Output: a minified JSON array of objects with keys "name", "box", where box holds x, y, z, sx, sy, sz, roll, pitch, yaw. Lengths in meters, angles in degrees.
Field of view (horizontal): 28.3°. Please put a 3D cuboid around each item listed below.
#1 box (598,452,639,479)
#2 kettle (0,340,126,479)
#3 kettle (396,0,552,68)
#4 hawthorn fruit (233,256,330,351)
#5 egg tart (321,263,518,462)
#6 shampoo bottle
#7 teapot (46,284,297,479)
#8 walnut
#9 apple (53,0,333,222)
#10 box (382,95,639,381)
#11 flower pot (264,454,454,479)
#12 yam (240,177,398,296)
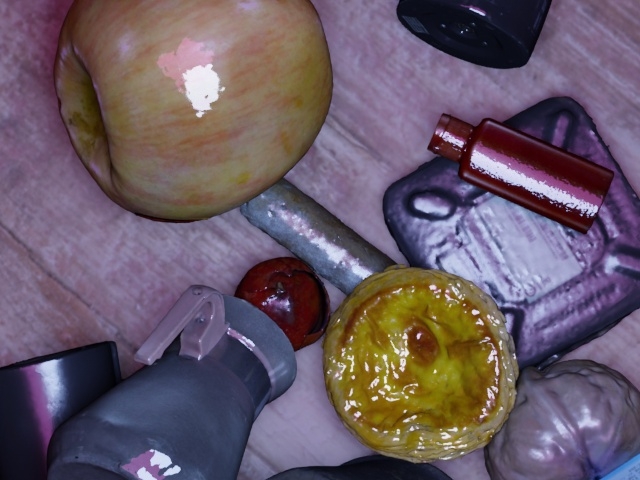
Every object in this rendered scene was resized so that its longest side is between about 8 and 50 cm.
[{"name":"box","box":[0.391,0.390,1.650,0.232,0.142,0.083,-35,126,8]},{"name":"kettle","box":[-0.351,0.312,1.854,0.203,0.262,0.308,-14,90,40]},{"name":"kettle","box":[0.233,-0.432,1.874,0.268,0.207,0.290,17,81,29]},{"name":"hawthorn fruit","box":[-0.058,0.089,1.850,0.148,0.172,0.148,0,61,0]},{"name":"egg tart","box":[0.146,0.175,1.810,0.295,0.116,0.295,-1,88,21]},{"name":"shampoo bottle","box":[0.283,-0.105,1.822,0.260,0.064,0.102,24,87,4]},{"name":"teapot","box":[-0.195,0.233,1.710,0.253,0.344,0.300,14,131,19]},{"name":"walnut","box":[0.352,0.285,1.805,0.248,0.248,0.248,0,87,1]},{"name":"apple","box":[-0.172,-0.223,1.765,0.346,0.391,0.391,-23,87,-22]},{"name":"box","box":[0.311,0.001,1.889,0.350,0.091,0.359,-31,85,-1]},{"name":"flower pot","box":[0.019,0.433,1.710,0.379,0.251,0.379,-18,55,29]},{"name":"yam","box":[0.000,0.000,1.893,0.259,0.093,0.093,37,88,3]}]
